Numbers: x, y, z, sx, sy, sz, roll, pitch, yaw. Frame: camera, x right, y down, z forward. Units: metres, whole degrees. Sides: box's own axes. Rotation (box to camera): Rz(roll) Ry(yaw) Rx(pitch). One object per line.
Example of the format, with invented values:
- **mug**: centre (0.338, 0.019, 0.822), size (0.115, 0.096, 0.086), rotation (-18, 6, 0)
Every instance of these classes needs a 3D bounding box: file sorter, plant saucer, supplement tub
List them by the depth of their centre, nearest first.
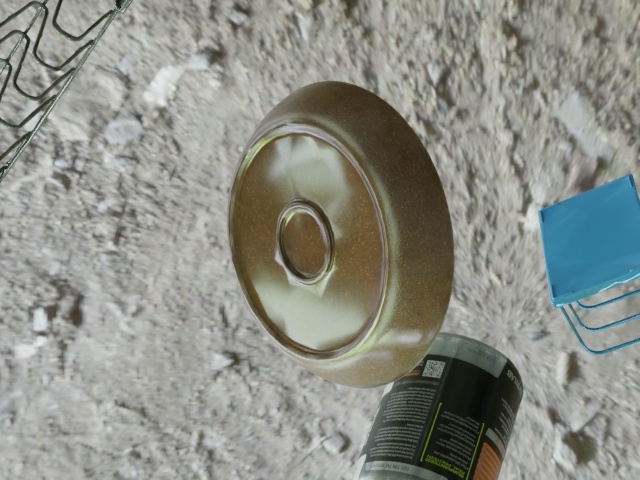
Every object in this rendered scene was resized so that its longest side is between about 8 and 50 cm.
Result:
- **plant saucer**: centre (0.000, 0.000, 0.620), size (0.168, 0.029, 0.168), rotation (15, 110, 46)
- **file sorter**: centre (0.330, 0.030, 1.319), size (0.118, 0.170, 0.104), rotation (-23, 122, 21)
- **supplement tub**: centre (0.156, 0.303, 1.616), size (0.193, 0.193, 0.316), rotation (18, 56, 10)

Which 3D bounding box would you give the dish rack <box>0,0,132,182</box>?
- **dish rack**: centre (-0.216, -0.127, 0.614), size (0.208, 0.074, 0.271), rotation (33, 121, -16)
